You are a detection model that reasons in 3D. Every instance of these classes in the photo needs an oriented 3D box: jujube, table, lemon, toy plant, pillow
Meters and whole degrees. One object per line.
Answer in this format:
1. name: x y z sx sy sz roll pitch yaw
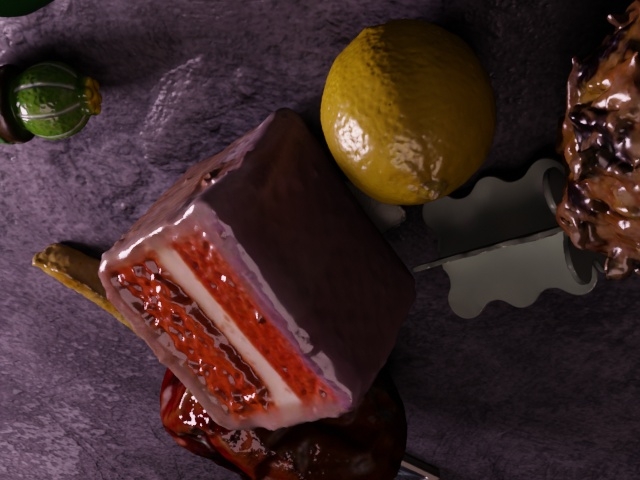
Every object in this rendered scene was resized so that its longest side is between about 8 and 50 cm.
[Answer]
1. jujube: -0.042 0.252 1.253 0.376 0.277 0.276 21 137 -25
2. table: 0.223 0.001 1.029 0.198 0.167 0.166 -17 133 37
3. lemon: 0.091 -0.126 0.867 0.178 0.203 0.178 -11 148 -7
4. toy plant: -0.331 -0.158 0.974 0.162 0.093 0.093 -6 137 9
5. pillow: 0.000 0.000 1.127 0.128 0.051 0.229 28 134 -20

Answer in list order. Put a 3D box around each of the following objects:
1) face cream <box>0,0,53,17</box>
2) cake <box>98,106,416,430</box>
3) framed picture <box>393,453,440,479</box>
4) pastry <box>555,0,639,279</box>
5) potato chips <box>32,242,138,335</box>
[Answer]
1. face cream: -0.162 -0.336 0.652 0.356 0.220 0.312 -17 134 29
2. cake: -0.064 0.046 1.000 0.237 0.230 0.309 -22 110 40
3. framed picture: 0.032 0.425 1.619 0.324 0.020 0.240 31 134 -24
4. pastry: 0.417 -0.091 0.798 0.404 0.293 0.337 -11 145 4
5. potato chips: -0.265 0.131 1.308 0.080 0.057 0.407 -7 138 36
